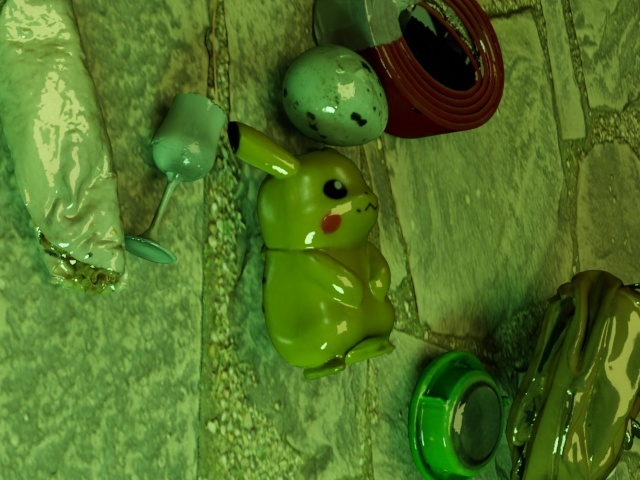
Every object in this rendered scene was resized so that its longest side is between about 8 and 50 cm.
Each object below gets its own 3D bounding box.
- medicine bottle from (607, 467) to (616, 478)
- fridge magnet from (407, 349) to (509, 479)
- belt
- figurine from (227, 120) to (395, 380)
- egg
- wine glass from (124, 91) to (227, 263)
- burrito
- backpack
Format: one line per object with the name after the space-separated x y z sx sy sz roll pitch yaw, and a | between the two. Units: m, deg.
0.475 0.381 1.856 0.089 0.052 0.052 36 64 -36 | medicine bottle
0.204 0.267 1.581 0.208 0.088 0.208 -2 93 -48 | fridge magnet
0.128 -0.275 1.524 0.324 0.115 0.227 30 67 -38 | belt
0.001 0.008 1.358 0.218 0.169 0.326 -9 96 -59 | figurine
0.026 -0.189 1.409 0.164 0.131 0.131 22 73 -36 | egg
-0.173 -0.076 1.253 0.079 0.079 0.195 34 66 -37 | wine glass
-0.290 -0.127 1.151 0.117 0.076 0.392 -14 96 -36 | burrito
0.421 0.242 1.674 0.353 0.201 0.378 28 79 -69 | backpack
